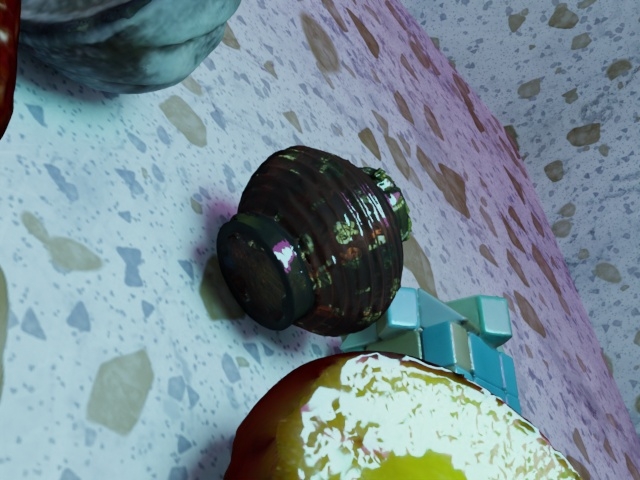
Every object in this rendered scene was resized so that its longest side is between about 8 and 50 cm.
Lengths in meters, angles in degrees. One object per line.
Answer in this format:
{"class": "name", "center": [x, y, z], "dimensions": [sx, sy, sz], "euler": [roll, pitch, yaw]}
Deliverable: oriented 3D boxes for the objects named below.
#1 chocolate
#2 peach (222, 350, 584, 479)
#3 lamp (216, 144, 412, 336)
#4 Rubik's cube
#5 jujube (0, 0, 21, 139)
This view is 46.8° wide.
{"class": "chocolate", "center": [-0.213, -0.291, 0.829], "dimensions": [0.213, 0.303, 0.303], "euler": [59, 11, -63]}
{"class": "peach", "center": [0.084, 0.242, 0.651], "dimensions": [0.281, 0.338, 0.281], "euler": [-12, 104, -59]}
{"class": "lamp", "center": [0.000, 0.000, 0.905], "dimensions": [0.247, 0.247, 0.247], "euler": [43, 29, -31]}
{"class": "Rubik's cube", "center": [0.159, 0.171, 1.004], "dimensions": [0.265, 0.224, 0.213], "euler": [33, 45, -44]}
{"class": "jujube", "center": [-0.319, -0.169, 0.597], "dimensions": [0.155, 0.155, 0.230], "euler": [20, 46, -54]}
